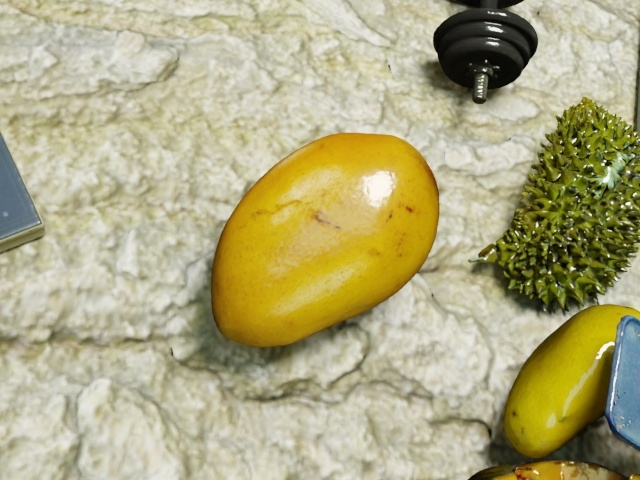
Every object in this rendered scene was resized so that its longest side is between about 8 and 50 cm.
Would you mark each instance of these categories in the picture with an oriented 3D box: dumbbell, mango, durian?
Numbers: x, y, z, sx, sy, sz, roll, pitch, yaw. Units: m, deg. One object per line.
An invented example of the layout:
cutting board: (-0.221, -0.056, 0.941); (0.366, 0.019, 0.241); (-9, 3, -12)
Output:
dumbbell: (0.160, -0.224, 0.822); (0.099, 0.099, 0.209); (12, 69, -7)
mango: (0.208, 0.113, 0.699); (0.161, 0.103, 0.076); (-40, 90, -22)
durian: (0.242, -0.034, 0.770); (0.137, 0.095, 0.221); (35, 73, 4)
mango: (0.000, 0.000, 0.696); (0.219, 0.112, 0.145); (-39, 83, -17)

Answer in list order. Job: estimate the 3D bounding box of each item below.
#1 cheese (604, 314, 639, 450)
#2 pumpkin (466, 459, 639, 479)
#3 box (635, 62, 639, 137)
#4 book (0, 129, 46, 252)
cheese: (0.331, 0.170, 0.676); (0.320, 0.083, 0.204); (33, 59, -22)
pumpkin: (0.164, 0.226, 0.646); (0.183, 0.107, 0.119); (6, 75, -20)
box: (0.396, -0.186, 0.827); (0.130, 0.162, 0.227); (18, 67, -16)
book: (-0.368, -0.086, 0.703); (0.190, 0.025, 0.269); (-24, 76, -18)
